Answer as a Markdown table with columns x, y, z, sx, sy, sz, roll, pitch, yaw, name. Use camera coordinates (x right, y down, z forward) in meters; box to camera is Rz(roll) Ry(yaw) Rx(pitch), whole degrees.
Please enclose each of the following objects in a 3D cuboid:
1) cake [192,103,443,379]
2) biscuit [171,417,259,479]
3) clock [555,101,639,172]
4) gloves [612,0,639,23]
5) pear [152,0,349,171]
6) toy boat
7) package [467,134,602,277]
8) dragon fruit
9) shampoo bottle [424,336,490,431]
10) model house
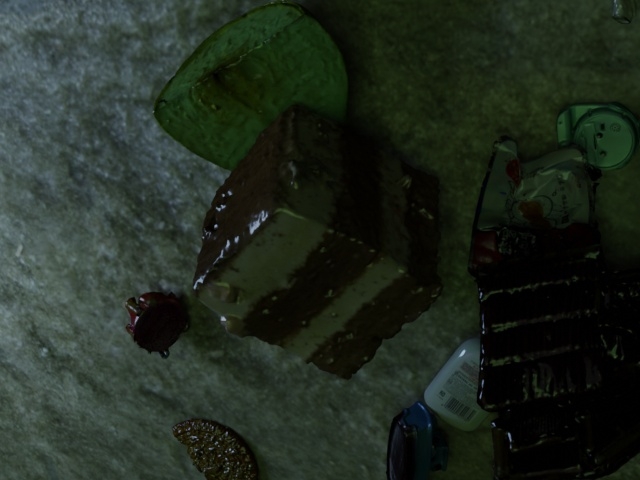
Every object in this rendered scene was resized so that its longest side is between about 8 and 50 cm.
| x | y | z | sx | sy | sz | roll | pitch | yaw | name |
| --- | --- | --- | --- | --- | --- | --- | --- | --- | --- |
| 0.000 | 0.000 | 1.329 | 0.290 | 0.256 | 0.282 | 29 | 127 | -23 | cake |
| -0.192 | 0.417 | 1.758 | 0.126 | 0.025 | 0.206 | -38 | 97 | 30 | biscuit |
| 0.399 | -0.144 | 1.273 | 0.135 | 0.041 | 0.101 | -5 | 111 | 22 | clock |
| 0.399 | -0.316 | 1.196 | 0.044 | 0.037 | 0.081 | 16 | 106 | -27 | gloves |
| -0.071 | -0.216 | 1.375 | 0.288 | 0.139 | 0.239 | -28 | 123 | 21 | pear |
| 0.170 | 0.373 | 1.572 | 0.097 | 0.100 | 0.223 | -9 | 125 | -16 | toy boat |
| 0.315 | -0.034 | 1.339 | 0.194 | 0.071 | 0.269 | 16 | 139 | 25 | package |
| -0.298 | 0.139 | 1.643 | 0.112 | 0.068 | 0.126 | -47 | 132 | -5 | dragon fruit |
| 0.262 | 0.212 | 1.480 | 0.108 | 0.051 | 0.221 | 35 | 120 | 6 | shampoo bottle |
| 0.368 | 0.143 | 1.250 | 0.317 | 0.297 | 0.283 | -7 | 112 | 10 | model house |
